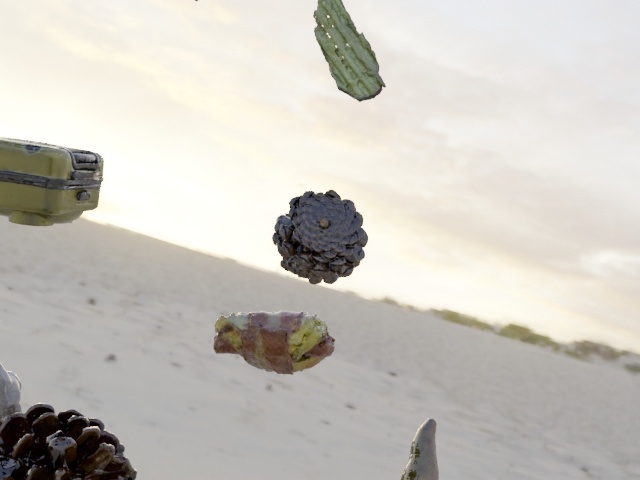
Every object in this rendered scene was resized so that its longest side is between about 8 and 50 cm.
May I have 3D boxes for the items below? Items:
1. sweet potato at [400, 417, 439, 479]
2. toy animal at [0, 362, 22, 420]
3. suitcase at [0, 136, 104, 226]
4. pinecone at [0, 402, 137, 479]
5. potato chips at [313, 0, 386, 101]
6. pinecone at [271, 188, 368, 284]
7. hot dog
[{"bbox_3d":[0.174,0.442,1.802,0.077,0.243,0.077,8,-14,2],"label":"sweet potato"},{"bbox_3d":[-0.637,0.305,1.976,0.090,0.324,0.195,-25,20,-39],"label":"toy animal"},{"bbox_3d":[-0.519,-0.107,1.780,0.235,0.143,0.194,10,6,14],"label":"suitcase"},{"bbox_3d":[-0.465,0.419,1.730,0.296,0.242,0.298,16,12,41],"label":"pinecone"},{"bbox_3d":[0.036,-0.324,1.661,0.092,0.207,0.028,-32,-6,28],"label":"potato chips"},{"bbox_3d":[-0.001,-0.001,1.402,0.140,0.140,0.121,19,-29,-14],"label":"pinecone"},{"bbox_3d":[-0.080,0.175,1.681,0.213,0.103,0.146,-4,-18,18],"label":"hot dog"}]
